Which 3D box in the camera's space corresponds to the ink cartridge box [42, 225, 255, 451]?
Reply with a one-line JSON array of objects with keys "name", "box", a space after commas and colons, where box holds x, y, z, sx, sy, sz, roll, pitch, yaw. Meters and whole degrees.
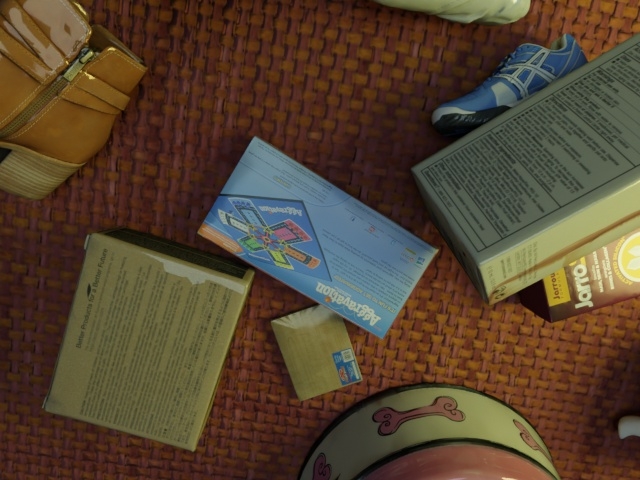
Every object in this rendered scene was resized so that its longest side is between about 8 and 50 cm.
[{"name": "ink cartridge box", "box": [-0.210, 0.121, 0.541, 0.193, 0.088, 0.235, 19, 99, -4]}]

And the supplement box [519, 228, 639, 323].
[{"name": "supplement box", "box": [0.358, 0.023, 0.553, 0.188, 0.081, 0.104, -18, 101, 1]}]

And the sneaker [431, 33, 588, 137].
[{"name": "sneaker", "box": [0.228, -0.185, 0.519, 0.211, 0.080, 0.081, -20, 94, -9]}]

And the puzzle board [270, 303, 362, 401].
[{"name": "puzzle board", "box": [-0.005, 0.154, 0.595, 0.096, 0.011, 0.128, -19, 101, -1]}]

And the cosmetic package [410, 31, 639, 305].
[{"name": "cosmetic package", "box": [0.273, -0.074, 0.466, 0.296, 0.153, 0.129, -29, 144, 10]}]

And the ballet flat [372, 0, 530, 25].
[{"name": "ballet flat", "box": [0.241, -0.323, 0.473, 0.399, 0.139, 0.139, -26, 100, 1]}]

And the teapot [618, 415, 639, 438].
[{"name": "teapot", "box": [0.565, 0.191, 0.541, 0.255, 0.187, 0.253, -30, 143, -17]}]

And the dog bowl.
[{"name": "dog bowl", "box": [0.164, 0.418, 0.580, 0.407, 0.150, 0.409, 0, 99, -3]}]

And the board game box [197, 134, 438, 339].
[{"name": "board game box", "box": [0.000, 0.000, 0.555, 0.281, 0.027, 0.145, 31, 91, -7]}]

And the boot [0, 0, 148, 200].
[{"name": "boot", "box": [-0.337, -0.173, 0.413, 0.220, 0.109, 0.283, -43, 138, 12]}]
